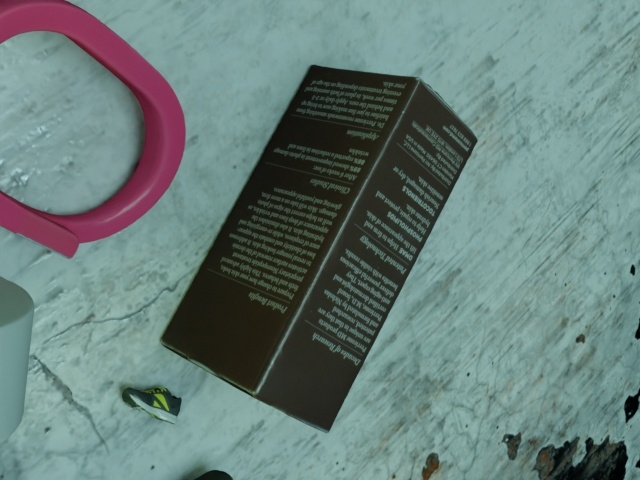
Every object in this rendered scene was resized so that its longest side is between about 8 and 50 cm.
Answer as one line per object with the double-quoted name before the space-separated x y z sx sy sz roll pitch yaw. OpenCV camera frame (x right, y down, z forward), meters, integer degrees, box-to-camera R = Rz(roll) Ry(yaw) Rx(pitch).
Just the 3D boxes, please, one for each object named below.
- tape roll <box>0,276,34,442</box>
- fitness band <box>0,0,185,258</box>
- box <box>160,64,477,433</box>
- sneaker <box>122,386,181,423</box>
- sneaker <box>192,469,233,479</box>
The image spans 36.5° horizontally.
"tape roll" -0.371 0.084 0.752 0.286 0.286 0.100 0 102 -40
"fitness band" -0.246 -0.104 0.919 0.209 0.054 0.291 -58 144 -6
"box" 0.000 0.000 1.102 0.143 0.191 0.382 38 78 -40
"sneaker" -0.191 0.180 1.102 0.083 0.031 0.035 40 62 -44
"sneaker" -0.211 0.351 1.085 0.286 0.109 0.130 -40 119 -27
